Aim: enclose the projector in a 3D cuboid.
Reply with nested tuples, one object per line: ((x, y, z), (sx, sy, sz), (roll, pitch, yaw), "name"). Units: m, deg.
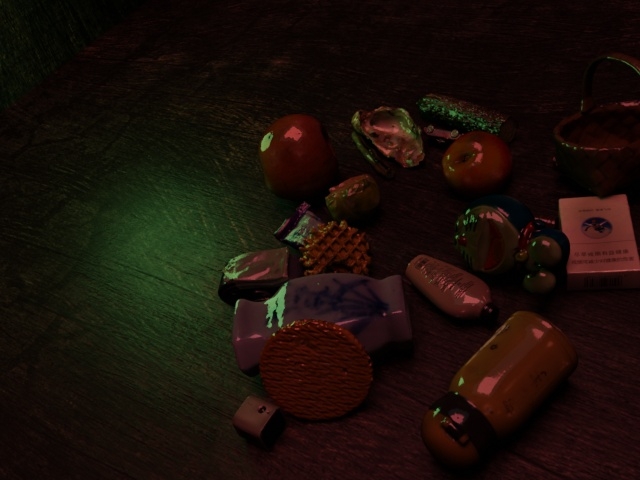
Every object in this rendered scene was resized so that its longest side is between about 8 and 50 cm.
((-0.134, 0.404, 1.593), (0.082, 0.083, 0.083), (17, 54, 32), "projector")

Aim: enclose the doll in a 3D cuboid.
((0.454, 0.004, 1.718), (0.186, 0.199, 0.322), (-22, 40, -37), "doll")

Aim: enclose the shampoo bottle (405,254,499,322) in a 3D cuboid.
((0.322, 0.120, 1.730), (0.127, 0.078, 0.257), (-33, 42, -22), "shampoo bottle")

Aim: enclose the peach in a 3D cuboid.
((0.440, -0.208, 2.004), (0.190, 0.192, 0.190), (-16, 66, 41), "peach")

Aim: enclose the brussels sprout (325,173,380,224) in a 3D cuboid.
((0.098, -0.110, 2.021), (0.151, 0.122, 0.149), (-14, 17, 32), "brussels sprout")

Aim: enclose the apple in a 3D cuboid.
((-0.073, -0.242, 2.117), (0.253, 0.254, 0.254), (-10, 43, 9), "apple")

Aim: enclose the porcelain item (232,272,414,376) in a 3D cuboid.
((0.007, 0.200, 1.686), (0.404, 0.179, 0.243), (-9, 42, 7), "porcelain item")

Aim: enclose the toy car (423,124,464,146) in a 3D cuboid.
((0.377, -0.313, 2.174), (0.142, 0.069, 0.055), (17, 92, 32), "toy car")

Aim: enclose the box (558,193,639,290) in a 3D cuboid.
((0.670, 0.003, 1.738), (0.164, 0.069, 0.257), (-3, 45, 16), "box")

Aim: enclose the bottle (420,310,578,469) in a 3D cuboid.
((0.348, 0.312, 1.460), (0.351, 0.172, 0.171), (-39, 46, -19), "bottle")

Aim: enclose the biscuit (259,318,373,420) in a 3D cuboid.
((-0.012, 0.285, 1.572), (0.253, 0.254, 0.035), (-10, 18, 9), "biscuit")

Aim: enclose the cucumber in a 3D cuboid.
((0.438, -0.386, 2.211), (0.096, 0.096, 0.359), (-38, 43, -20), "cucumber")

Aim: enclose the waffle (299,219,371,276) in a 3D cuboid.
((0.044, 0.046, 1.844), (0.193, 0.070, 0.197), (-17, 82, -26), "waffle")

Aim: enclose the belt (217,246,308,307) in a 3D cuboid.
((-0.149, 0.111, 1.859), (0.230, 0.140, 0.126), (-5, 43, 11), "belt")

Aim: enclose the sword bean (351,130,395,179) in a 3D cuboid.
((0.156, -0.268, 2.221), (0.043, 0.038, 0.269), (-26, 42, -5), "sword bean")

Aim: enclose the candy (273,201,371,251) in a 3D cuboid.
((0.000, 0.000, 1.974), (0.275, 0.070, 0.145), (35, 71, 31), "candy")

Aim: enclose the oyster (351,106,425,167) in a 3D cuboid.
((0.224, -0.316, 2.223), (0.166, 0.094, 0.294), (-29, 57, 1), "oyster")

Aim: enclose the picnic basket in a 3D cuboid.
((0.757, -0.315, 1.810), (0.337, 0.337, 0.293), (-26, 31, -8), "picnic basket")

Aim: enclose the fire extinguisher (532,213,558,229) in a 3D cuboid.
((0.537, -0.054, 1.866), (0.157, 0.045, 0.078), (12, 22, 30), "fire extinguisher")
